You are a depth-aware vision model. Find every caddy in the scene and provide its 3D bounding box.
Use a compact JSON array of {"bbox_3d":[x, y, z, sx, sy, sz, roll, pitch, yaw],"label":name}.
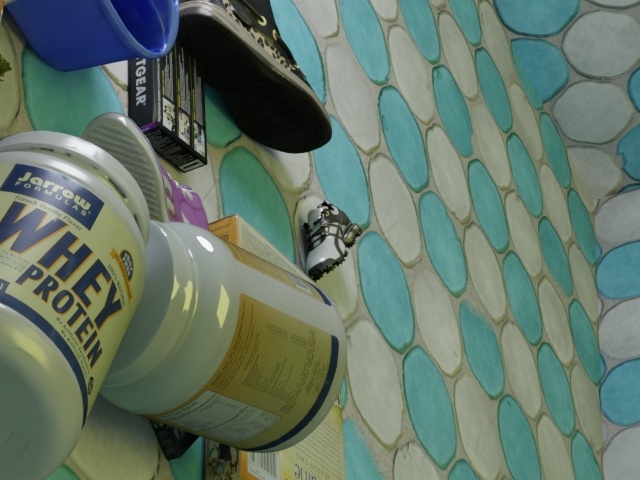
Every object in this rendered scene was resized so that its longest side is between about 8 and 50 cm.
[{"bbox_3d":[-0.285,-0.370,1.826,0.241,0.179,0.341,-84,154,-44],"label":"caddy"}]

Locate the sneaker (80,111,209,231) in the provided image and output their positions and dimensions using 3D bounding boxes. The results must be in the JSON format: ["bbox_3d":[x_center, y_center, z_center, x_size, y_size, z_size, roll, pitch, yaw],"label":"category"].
[{"bbox_3d":[-0.221,-0.061,1.900,0.161,0.102,0.282,-76,152,-56],"label":"sneaker"}]

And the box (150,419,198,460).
[{"bbox_3d":[-0.187,0.224,1.853,0.083,0.018,0.067,68,23,-9],"label":"box"}]

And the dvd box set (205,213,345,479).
[{"bbox_3d":[-0.061,0.213,2.090,0.307,0.062,0.420,43,36,-49],"label":"dvd box set"}]

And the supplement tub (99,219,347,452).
[{"bbox_3d":[-0.141,0.111,1.751,0.316,0.228,0.228,29,47,-47],"label":"supplement tub"}]

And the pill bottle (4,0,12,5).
[{"bbox_3d":[-0.409,-0.361,1.648,0.221,0.124,0.124,67,24,-12],"label":"pill bottle"}]

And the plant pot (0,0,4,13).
[{"bbox_3d":[-0.439,-0.256,1.408,0.291,0.204,0.290,47,34,-46],"label":"plant pot"}]

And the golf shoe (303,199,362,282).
[{"bbox_3d":[0.000,0.000,2.384,0.094,0.077,0.198,52,23,-9],"label":"golf shoe"}]

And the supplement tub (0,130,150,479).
[{"bbox_3d":[-0.304,0.060,1.438,0.235,0.235,0.324,59,26,-27],"label":"supplement tub"}]

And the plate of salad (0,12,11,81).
[{"bbox_3d":[-0.364,-0.160,1.522,0.048,0.200,0.199,24,46,-24],"label":"plate of salad"}]

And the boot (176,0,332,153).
[{"bbox_3d":[-0.104,-0.331,2.307,0.377,0.138,0.284,39,39,-43],"label":"boot"}]

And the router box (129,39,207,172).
[{"bbox_3d":[-0.213,-0.203,2.069,0.133,0.046,0.178,39,39,-51],"label":"router box"}]
